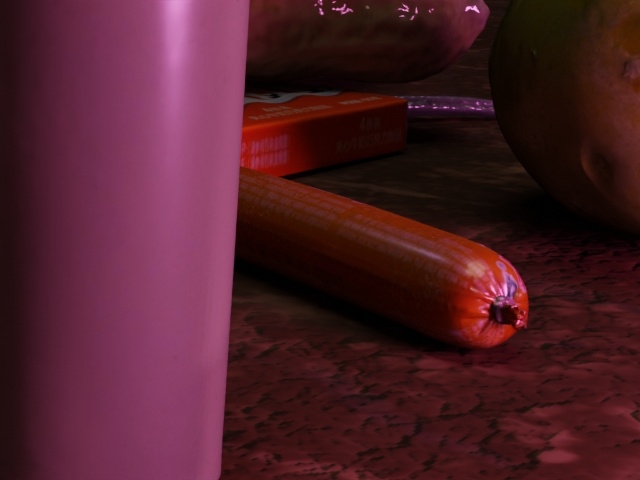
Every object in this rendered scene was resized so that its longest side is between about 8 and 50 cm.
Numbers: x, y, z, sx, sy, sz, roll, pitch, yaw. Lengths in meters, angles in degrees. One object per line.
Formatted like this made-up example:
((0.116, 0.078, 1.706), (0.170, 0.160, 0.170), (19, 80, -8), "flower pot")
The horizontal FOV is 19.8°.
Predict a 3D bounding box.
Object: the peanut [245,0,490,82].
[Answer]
((-0.016, -0.197, 1.442), (0.291, 0.143, 0.159), (0, 22, -28), "peanut")

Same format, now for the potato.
((0.210, -0.101, 1.142), (0.216, 0.216, 0.304), (-1, 3, -12), "potato")

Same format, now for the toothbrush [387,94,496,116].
((0.095, -0.117, 1.572), (0.297, 0.030, 0.030), (-3, -12, -16), "toothbrush")

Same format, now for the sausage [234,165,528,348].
((0.000, 0.000, 0.998), (0.053, 0.053, 0.348), (-7, 16, -33), "sausage")

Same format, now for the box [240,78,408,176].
((-0.116, -0.090, 1.377), (0.265, 0.048, 0.273), (11, 16, 34), "box")

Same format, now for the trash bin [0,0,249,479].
((-0.138, -0.035, 0.707), (0.243, 0.247, 0.121), (7, 14, 24), "trash bin")
